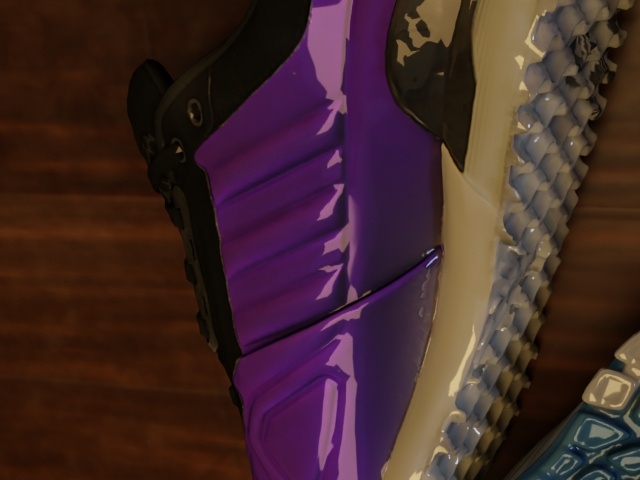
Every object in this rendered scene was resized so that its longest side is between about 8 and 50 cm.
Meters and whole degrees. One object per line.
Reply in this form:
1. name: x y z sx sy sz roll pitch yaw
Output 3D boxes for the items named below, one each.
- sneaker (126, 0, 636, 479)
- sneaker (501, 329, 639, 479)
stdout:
1. sneaker: 0.000 -0.001 0.476 0.146 0.102 0.293 22 116 19
2. sneaker: 0.101 0.079 0.483 0.191 0.083 0.071 -41 85 8
